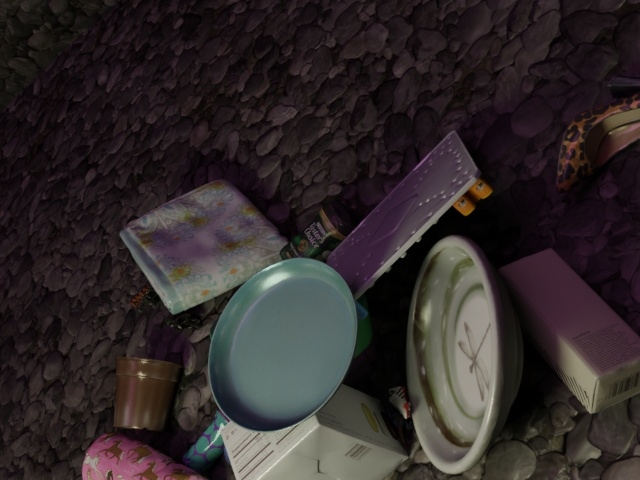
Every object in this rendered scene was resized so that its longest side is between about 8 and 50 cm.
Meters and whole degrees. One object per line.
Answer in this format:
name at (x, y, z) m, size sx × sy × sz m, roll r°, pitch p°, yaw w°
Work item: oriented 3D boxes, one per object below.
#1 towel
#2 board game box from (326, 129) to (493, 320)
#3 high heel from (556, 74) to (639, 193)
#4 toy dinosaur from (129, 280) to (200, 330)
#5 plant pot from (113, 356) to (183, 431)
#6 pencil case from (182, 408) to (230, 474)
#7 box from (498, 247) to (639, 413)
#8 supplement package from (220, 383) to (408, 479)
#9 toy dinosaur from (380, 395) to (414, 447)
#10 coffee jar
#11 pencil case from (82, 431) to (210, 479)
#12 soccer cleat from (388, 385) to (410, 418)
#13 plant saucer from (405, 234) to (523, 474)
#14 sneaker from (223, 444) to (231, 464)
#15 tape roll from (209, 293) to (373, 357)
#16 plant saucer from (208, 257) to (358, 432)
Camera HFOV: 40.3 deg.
towel at (-0.283, 0.003, 2.095) m, size 0.320 × 0.090 × 0.374 m, roll -27°, pitch 40°, yaw -16°
board game box at (0.155, -0.024, 1.673) m, size 0.390 × 0.050 × 0.390 m, roll -46°, pitch 10°, yaw 14°
high heel at (0.525, -0.179, 1.499) m, size 0.261 × 0.093 × 0.186 m, roll -56°, pitch 34°, yaw -8°
toy dinosaur at (-0.355, 0.111, 2.215) m, size 0.322 × 0.164 × 0.218 m, roll -48°, pitch 21°, yaw 38°
plant pot at (-0.426, 0.374, 2.105) m, size 0.167 × 0.167 × 0.165 m, roll -6°, pitch 71°, yaw 43°
pencil case at (-0.243, 0.447, 1.944) m, size 0.152 × 0.064 × 0.070 m, roll -53°, pitch 55°, yaw 9°
box at (0.405, 0.140, 1.417) m, size 0.113 × 0.094 × 0.275 m, roll -19°, pitch 42°, yaw -12°
supplement package at (-0.009, 0.373, 1.601) m, size 0.204 × 0.262 × 0.145 m, roll -45°, pitch 44°, yaw 16°
toy dinosaur at (0.137, 0.336, 1.648) m, size 0.082 × 0.047 × 0.090 m, roll -173°, pitch 95°, yaw -67°
coffee jar at (0.000, 0.000, 1.937) m, size 0.184 × 0.079 × 0.096 m, roll -45°, pitch 54°, yaw 17°
pencil case at (-0.383, 0.556, 1.954) m, size 0.386 × 0.167 × 0.160 m, roll 8°, pitch 53°, yaw 48°
soccer cleat at (0.147, 0.302, 1.621) m, size 0.035 × 0.029 × 0.083 m, roll -4°, pitch 31°, yaw -3°
plant saucer at (0.255, 0.192, 1.487) m, size 0.400 × 0.100 × 0.400 m, roll -177°, pitch 90°, yaw -76°
sneaker at (-0.142, 0.352, 1.765) m, size 0.323 × 0.236 × 0.130 m, roll -32°, pitch 49°, yaw 29°
tape roll at (-0.057, 0.178, 1.742) m, size 0.321 × 0.321 × 0.077 m, roll 5°, pitch 114°, yaw 46°
plant saucer at (-0.062, 0.183, 1.523) m, size 0.317 × 0.043 × 0.318 m, roll -18°, pitch 56°, yaw 28°
